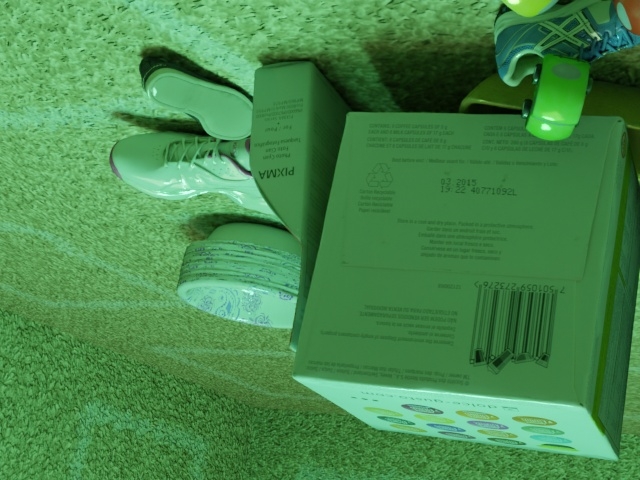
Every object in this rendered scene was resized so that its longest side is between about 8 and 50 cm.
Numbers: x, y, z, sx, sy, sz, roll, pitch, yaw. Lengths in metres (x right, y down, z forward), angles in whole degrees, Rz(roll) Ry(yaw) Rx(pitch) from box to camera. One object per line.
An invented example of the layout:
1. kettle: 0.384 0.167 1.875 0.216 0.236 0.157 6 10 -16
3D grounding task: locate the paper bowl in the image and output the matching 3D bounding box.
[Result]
1. paper bowl: -0.123 0.061 2.297 0.284 0.148 0.284 11 163 3

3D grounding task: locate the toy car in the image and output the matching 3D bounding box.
1. toy car: 0.255 -0.189 1.207 0.239 0.053 0.225 12 126 3

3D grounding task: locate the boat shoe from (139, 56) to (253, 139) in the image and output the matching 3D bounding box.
1. boat shoe: -0.166 -0.201 1.664 0.206 0.075 0.065 21 -156 -46

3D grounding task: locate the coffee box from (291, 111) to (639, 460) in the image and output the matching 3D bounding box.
1. coffee box: 0.204 0.062 1.490 0.337 0.338 0.334 4 163 21

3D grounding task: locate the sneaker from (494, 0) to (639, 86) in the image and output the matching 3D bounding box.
1. sneaker: 0.281 -0.211 1.271 0.211 0.081 0.080 -6 154 38

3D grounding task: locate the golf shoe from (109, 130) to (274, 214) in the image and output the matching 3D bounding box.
1. golf shoe: -0.164 -0.126 1.819 0.306 0.115 0.140 7 153 -8

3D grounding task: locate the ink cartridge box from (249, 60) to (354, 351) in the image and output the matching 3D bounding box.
1. ink cartridge box: 0.000 0.000 1.608 0.091 0.385 0.308 -4 158 22

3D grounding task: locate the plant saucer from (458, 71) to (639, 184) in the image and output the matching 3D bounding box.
1. plant saucer: 0.332 -0.120 1.537 0.332 0.081 0.333 9 163 3
